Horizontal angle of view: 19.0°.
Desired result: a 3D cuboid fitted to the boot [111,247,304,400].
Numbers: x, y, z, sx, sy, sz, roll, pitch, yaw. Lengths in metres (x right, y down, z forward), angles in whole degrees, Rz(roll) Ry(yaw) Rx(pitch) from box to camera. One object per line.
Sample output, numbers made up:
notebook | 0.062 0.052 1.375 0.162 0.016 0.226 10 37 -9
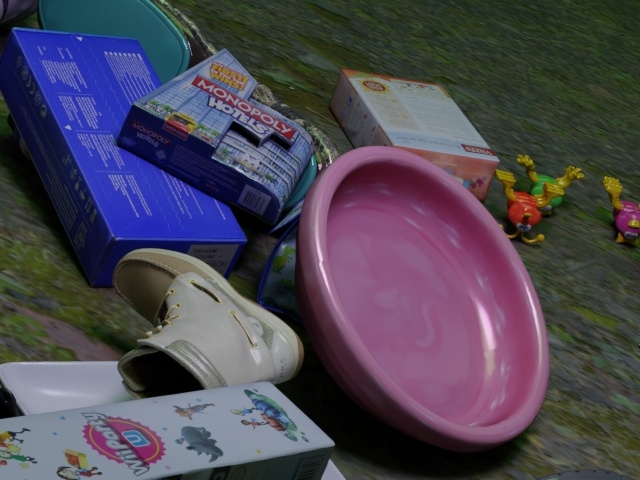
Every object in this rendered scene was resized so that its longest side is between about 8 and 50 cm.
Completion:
boot | -0.141 0.086 1.778 0.213 0.077 0.165 30 28 22

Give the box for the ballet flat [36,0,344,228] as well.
ballet flat | -0.145 -0.164 2.329 0.483 0.164 0.182 38 8 22

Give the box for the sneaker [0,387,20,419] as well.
sneaker | -0.299 0.147 1.635 0.063 0.075 0.170 -9 38 -47

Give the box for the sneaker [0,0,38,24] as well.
sneaker | -0.362 -0.396 2.391 0.137 0.366 0.210 43 18 -1

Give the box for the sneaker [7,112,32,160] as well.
sneaker | -0.291 -0.134 2.232 0.152 0.058 0.084 -6 43 -32

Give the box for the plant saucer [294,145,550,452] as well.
plant saucer | 0.092 0.066 1.938 0.332 0.084 0.332 28 45 -32

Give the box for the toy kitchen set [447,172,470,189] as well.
toy kitchen set | 0.128 0.040 2.188 0.122 0.166 0.207 20 61 1

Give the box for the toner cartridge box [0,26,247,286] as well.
toner cartridge box | -0.225 -0.094 2.099 0.165 0.075 0.348 3 42 -35

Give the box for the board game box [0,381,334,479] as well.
board game box | -0.160 0.229 1.394 0.303 0.224 0.097 -5 36 -44

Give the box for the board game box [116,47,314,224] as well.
board game box | -0.100 -0.128 2.110 0.194 0.060 0.194 28 35 -1

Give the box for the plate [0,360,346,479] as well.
plate | -0.122 0.199 1.696 0.277 0.045 0.278 2 30 -33

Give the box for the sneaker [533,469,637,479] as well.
sneaker | 0.299 0.300 1.711 0.340 0.125 0.140 10 31 -16

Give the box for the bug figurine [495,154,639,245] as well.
bug figurine | 0.353 -0.033 2.488 0.279 0.072 0.216 15 19 0

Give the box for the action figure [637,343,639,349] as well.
action figure | 0.500 0.146 2.168 0.275 0.141 0.164 -10 38 -2

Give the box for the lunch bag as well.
lunch bag | 0.000 0.000 2.065 0.096 0.151 0.129 24 26 9

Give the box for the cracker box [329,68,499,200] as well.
cracker box | 0.121 -0.142 2.544 0.155 0.067 0.232 8 26 -23
